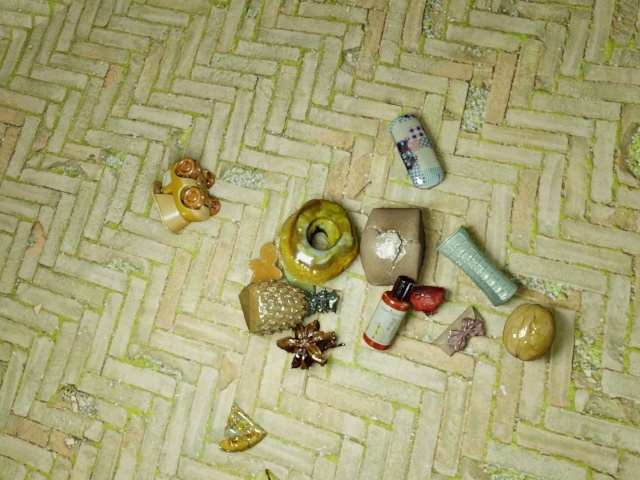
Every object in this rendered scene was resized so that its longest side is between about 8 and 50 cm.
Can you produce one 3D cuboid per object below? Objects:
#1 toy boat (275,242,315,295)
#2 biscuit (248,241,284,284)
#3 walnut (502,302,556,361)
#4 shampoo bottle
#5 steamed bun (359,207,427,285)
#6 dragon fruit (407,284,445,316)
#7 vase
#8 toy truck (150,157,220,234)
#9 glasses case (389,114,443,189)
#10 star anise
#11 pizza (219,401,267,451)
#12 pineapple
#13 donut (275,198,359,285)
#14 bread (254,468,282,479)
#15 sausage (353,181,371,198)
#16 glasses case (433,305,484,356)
[{"bbox_3d":[-0.100,0.091,1.731,0.111,0.084,0.276,-18,74,2],"label":"toy boat"},{"bbox_3d":[-0.212,0.128,1.721,0.166,0.036,0.249,16,97,29],"label":"biscuit"},{"bbox_3d":[0.720,0.314,1.520,0.159,0.159,0.206,21,83,13],"label":"walnut"},{"bbox_3d":[0.251,0.253,1.575,0.105,0.104,0.277,27,109,13],"label":"shampoo bottle"},{"bbox_3d":[0.270,0.017,1.630,0.252,0.199,0.300,3,79,10],"label":"steamed bun"},{"bbox_3d":[0.383,0.229,1.607,0.153,0.153,0.110,-6,95,7],"label":"dragon fruit"},{"bbox_3d":[0.569,0.097,1.603,0.143,0.143,0.299,-41,77,-2],"label":"vase"},{"bbox_3d":[-0.545,-0.184,1.799,0.212,0.204,0.287,-18,77,7],"label":"toy truck"},{"bbox_3d":[0.382,-0.356,1.760,0.125,0.076,0.327,-22,76,5],"label":"glasses case"},{"bbox_3d":[-0.047,0.394,1.630,0.190,0.125,0.220,-34,48,-28],"label":"star anise"},{"bbox_3d":[-0.294,0.693,1.650,0.185,0.036,0.175,-9,76,6],"label":"pizza"},{"bbox_3d":[-0.104,0.236,1.619,0.363,0.202,0.201,-2,75,-25],"label":"pineapple"},{"bbox_3d":[0.000,0.000,1.655,0.331,0.160,0.329,8,66,-18],"label":"donut"},{"bbox_3d":[-0.211,0.942,1.477,0.199,0.236,0.263,26,82,13],"label":"bread"},{"bbox_3d":[0.171,-0.204,1.790,0.100,0.015,0.015,-45,75,-3],"label":"sausage"},{"bbox_3d":[0.513,0.337,1.588,0.193,0.070,0.102,-43,76,-2],"label":"glasses case"}]
